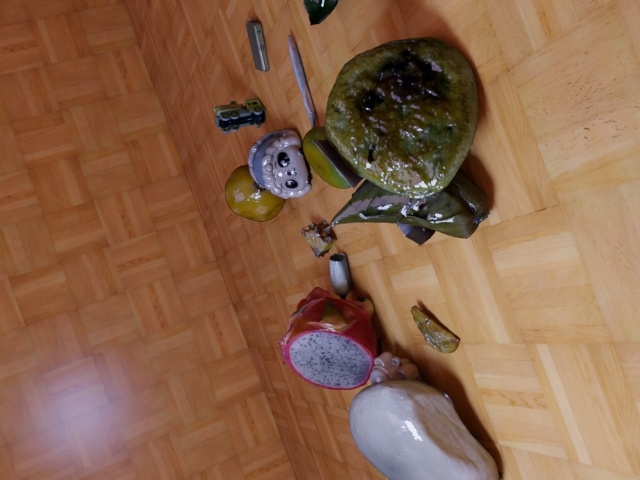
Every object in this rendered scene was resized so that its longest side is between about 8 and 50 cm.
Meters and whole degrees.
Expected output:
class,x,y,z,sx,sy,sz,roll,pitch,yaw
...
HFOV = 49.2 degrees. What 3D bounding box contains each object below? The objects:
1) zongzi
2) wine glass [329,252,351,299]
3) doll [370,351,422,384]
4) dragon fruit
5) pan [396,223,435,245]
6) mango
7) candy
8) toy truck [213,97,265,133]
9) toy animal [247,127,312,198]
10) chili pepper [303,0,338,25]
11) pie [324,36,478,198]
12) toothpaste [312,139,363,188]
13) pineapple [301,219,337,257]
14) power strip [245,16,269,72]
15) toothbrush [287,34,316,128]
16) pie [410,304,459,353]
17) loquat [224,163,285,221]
class,x,y,z,sx,sy,sz,roll,pitch,yaw
zongzi,0.177,-0.053,1.416,0.251,0.274,0.125,52,-174,37
wine glass,0.066,0.155,2.156,0.074,0.074,0.262,38,142,55
doll,0.231,0.439,1.933,0.154,0.119,0.278,5,120,53
dragon fruit,0.040,0.274,2.062,0.226,0.305,0.305,-73,-14,-48
pan,0.191,-0.091,1.538,0.048,0.128,0.202,-36,88,36
mango,0.028,-0.215,1.889,0.237,0.091,0.137,57,162,32
candy,0.227,0.523,1.779,0.386,0.186,0.427,51,153,-8
toy truck,-0.276,-0.429,2.352,0.077,0.169,0.100,98,152,-55
toy animal,-0.130,-0.230,2.181,0.204,0.156,0.208,39,147,60
chili pepper,-0.010,-0.637,1.605,0.148,0.116,0.264,2,111,56
pie,0.156,-0.244,1.337,0.323,0.070,0.323,0,91,27
toothpaste,0.068,-0.176,1.537,0.125,0.080,0.371,51,-161,2
pineapple,0.000,0.000,2.177,0.137,0.069,0.116,31,136,57
power strip,-0.196,-0.612,2.180,0.076,0.028,0.169,38,144,55
toothbrush,-0.036,-0.393,1.975,0.037,0.028,0.375,1,110,62
pie,0.280,0.227,1.731,0.170,0.034,0.092,42,144,41
loquat,-0.217,-0.168,2.387,0.246,0.213,0.213,146,103,-74
